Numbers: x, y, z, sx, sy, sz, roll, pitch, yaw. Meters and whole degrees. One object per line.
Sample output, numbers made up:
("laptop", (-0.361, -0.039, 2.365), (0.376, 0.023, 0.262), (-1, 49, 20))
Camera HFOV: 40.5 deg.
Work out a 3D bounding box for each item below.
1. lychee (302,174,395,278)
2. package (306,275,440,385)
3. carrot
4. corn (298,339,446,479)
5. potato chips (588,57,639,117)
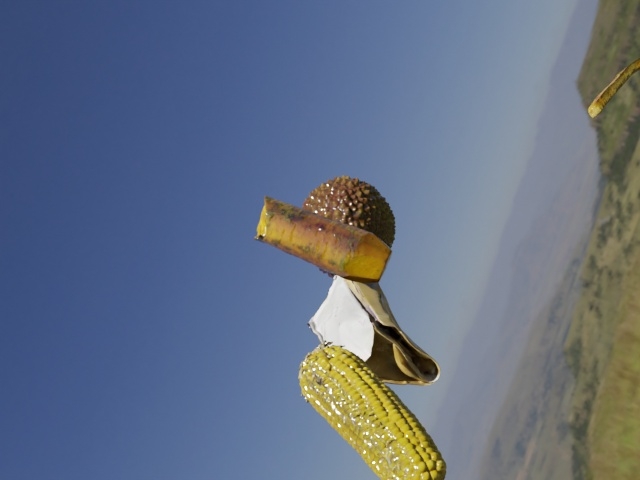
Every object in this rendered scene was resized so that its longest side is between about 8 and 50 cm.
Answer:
("lychee", (0.061, -0.021, 2.147), (0.267, 0.267, 0.267), (20, -90, -76))
("package", (0.119, 0.175, 1.902), (0.311, 0.221, 0.165), (-126, 44, -67))
("carrot", (0.000, 0.000, 1.821), (0.114, 0.302, 0.114), (21, -90, -79))
("corn", (0.073, 0.264, 1.311), (0.115, 0.318, 0.115), (-24, -47, -28))
("potato chips", (0.504, -0.263, 1.444), (0.204, 0.037, 0.026), (-36, -11, -30))
